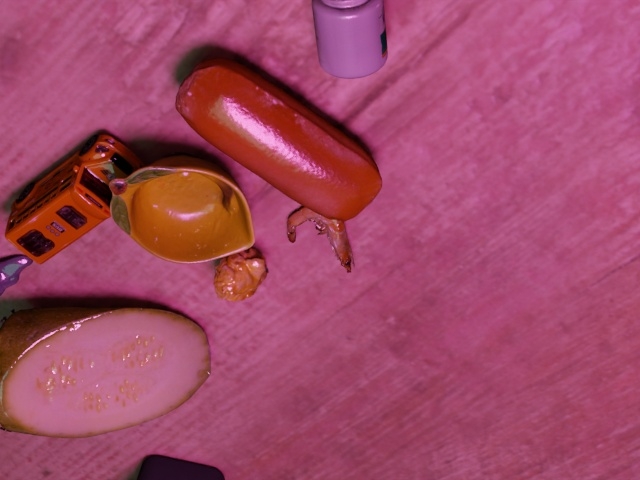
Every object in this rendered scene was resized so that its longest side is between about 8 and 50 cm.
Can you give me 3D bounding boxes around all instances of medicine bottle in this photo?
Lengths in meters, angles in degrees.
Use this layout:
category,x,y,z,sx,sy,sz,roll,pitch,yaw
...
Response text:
category,x,y,z,sx,sy,sz,roll,pitch,yaw
medicine bottle,0.032,-0.252,1.583,0.080,0.080,0.130,1,131,9

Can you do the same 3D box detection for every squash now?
category,x,y,z,sx,sy,sz,roll,pitch,yaw
squash,-0.302,0.182,1.962,0.260,0.189,0.189,3,132,14

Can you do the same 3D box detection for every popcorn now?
category,x,y,z,sx,sy,sz,roll,pitch,yaw
popcorn,-0.111,0.034,1.877,0.084,0.084,0.084,5,132,6

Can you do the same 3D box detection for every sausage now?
category,x,y,z,sx,sy,sz,roll,pitch,yaw
sausage,-0.049,-0.120,1.704,0.274,0.105,0.105,34,129,-19

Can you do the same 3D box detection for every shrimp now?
category,x,y,z,sx,sy,sz,roll,pitch,yaw
shrimp,0.000,0.000,1.855,0.083,0.023,0.114,-12,123,24

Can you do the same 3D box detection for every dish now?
category,x,y,z,sx,sy,sz,roll,pitch,yaw
dish,-0.174,-0.053,1.788,0.207,0.080,0.149,27,120,-29

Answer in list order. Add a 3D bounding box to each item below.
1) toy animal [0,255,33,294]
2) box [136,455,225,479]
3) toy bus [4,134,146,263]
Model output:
category,x,y,z,sx,sy,sz,roll,pitch,yaw
toy animal,-0.556,0.139,2.029,0.205,0.081,0.367,12,130,-20
box,-0.230,0.434,2.239,0.144,0.090,0.201,11,133,0
toy bus,-0.313,-0.050,1.819,0.194,0.088,0.083,-32,120,31
